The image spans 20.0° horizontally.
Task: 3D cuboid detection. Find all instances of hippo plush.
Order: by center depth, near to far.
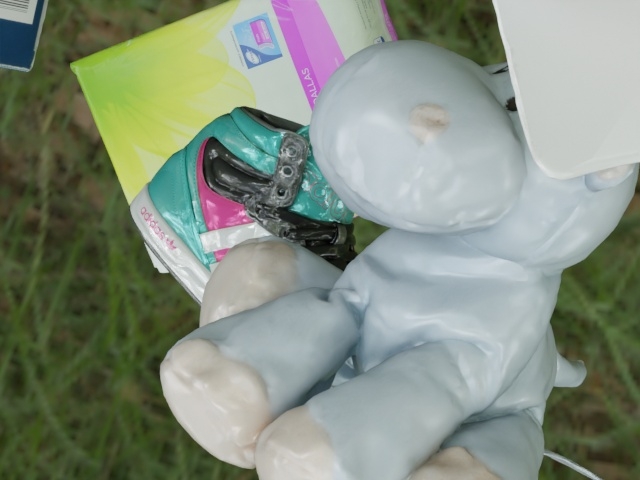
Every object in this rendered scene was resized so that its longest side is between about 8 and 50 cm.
[{"bbox_3d":[0.082,0.026,0.941,0.294,0.234,0.237,12,121,-18],"label":"hippo plush"}]

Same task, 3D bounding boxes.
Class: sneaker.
[{"bbox_3d":[0.000,0.000,1.370,0.295,0.124,0.178,45,109,23],"label":"sneaker"}]

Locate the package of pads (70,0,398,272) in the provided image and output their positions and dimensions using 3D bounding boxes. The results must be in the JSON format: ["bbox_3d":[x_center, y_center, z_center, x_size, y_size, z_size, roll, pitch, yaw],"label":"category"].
[{"bbox_3d":[-0.056,-0.111,1.682,0.296,0.101,0.229,-17,99,23],"label":"package of pads"}]

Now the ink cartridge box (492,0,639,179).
[{"bbox_3d":[0.138,-0.214,0.603,0.207,0.353,0.119,-13,178,-20],"label":"ink cartridge box"}]

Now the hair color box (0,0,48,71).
[{"bbox_3d":[-0.404,-0.278,1.676,0.347,0.174,0.105,18,-173,32],"label":"hair color box"}]
